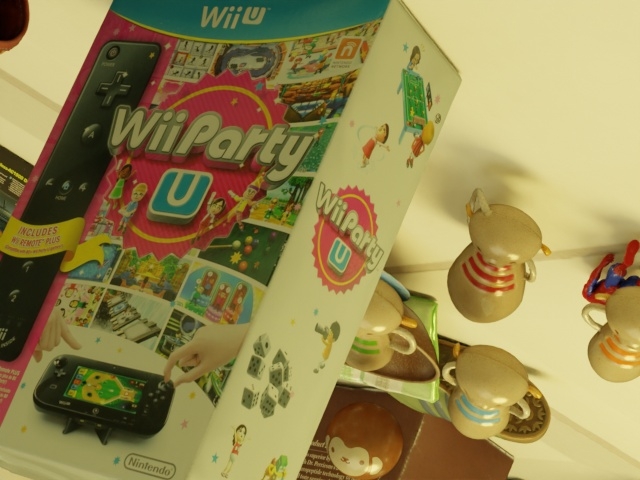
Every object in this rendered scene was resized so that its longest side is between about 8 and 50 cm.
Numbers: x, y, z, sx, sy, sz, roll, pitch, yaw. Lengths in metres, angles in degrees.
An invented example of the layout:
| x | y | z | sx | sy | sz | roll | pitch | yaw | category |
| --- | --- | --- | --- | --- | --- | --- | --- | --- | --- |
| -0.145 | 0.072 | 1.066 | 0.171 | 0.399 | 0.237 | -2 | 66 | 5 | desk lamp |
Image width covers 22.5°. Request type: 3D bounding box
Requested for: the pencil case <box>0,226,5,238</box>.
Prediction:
| x | y | z | sx | sy | sz | roll | pitch | yaw | category |
| --- | --- | --- | --- | --- | --- | --- | --- | --- | --- |
| -0.363 | 0.027 | 1.590 | 0.119 | 0.133 | 0.306 | -31 | 137 | 14 | pencil case |

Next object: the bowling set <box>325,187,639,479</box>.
| x | y | z | sx | sy | sz | roll | pitch | yaw | category |
| --- | --- | --- | --- | --- | --- | --- | --- | --- | --- |
| 0.085 | 0.069 | 1.077 | 0.287 | 0.200 | 0.154 | 25 | 160 | 8 | bowling set |

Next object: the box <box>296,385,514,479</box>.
| x | y | z | sx | sy | sz | roll | pitch | yaw | category |
| --- | --- | --- | --- | --- | --- | --- | --- | --- | --- |
| 0.072 | 0.285 | 1.739 | 0.168 | 0.203 | 0.167 | 4 | 154 | 47 | box |

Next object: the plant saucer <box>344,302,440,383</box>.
| x | y | z | sx | sy | sz | roll | pitch | yaw | category |
| --- | --- | --- | --- | --- | --- | --- | --- | --- | --- |
| 0.012 | 0.059 | 1.326 | 0.199 | 0.036 | 0.198 | 22 | 163 | 7 | plant saucer |

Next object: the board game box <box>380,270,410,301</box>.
| x | y | z | sx | sy | sz | roll | pitch | yaw | category |
| --- | --- | --- | --- | --- | --- | --- | --- | --- | --- |
| 0.000 | 0.000 | 1.290 | 0.169 | 0.033 | 0.133 | 21 | 169 | 14 | board game box |

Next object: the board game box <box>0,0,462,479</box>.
| x | y | z | sx | sy | sz | roll | pitch | yaw | category |
| --- | --- | --- | --- | --- | --- | --- | --- | --- | --- |
| -0.077 | 0.004 | 0.941 | 0.224 | 0.303 | 0.097 | 8 | 157 | 38 | board game box |

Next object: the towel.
| x | y | z | sx | sy | sz | roll | pitch | yaw | category |
| --- | --- | --- | --- | --- | --- | --- | --- | --- | --- |
| 0.033 | 0.083 | 1.415 | 0.152 | 0.023 | 0.113 | 14 | 129 | 26 | towel |

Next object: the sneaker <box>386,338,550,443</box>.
| x | y | z | sx | sy | sz | roll | pitch | yaw | category |
| --- | --- | --- | --- | --- | --- | --- | --- | --- | --- |
| 0.122 | 0.134 | 1.475 | 0.192 | 0.064 | 0.086 | 25 | 164 | 15 | sneaker |

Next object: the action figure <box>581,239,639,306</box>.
| x | y | z | sx | sy | sz | roll | pitch | yaw | category |
| --- | --- | --- | --- | --- | --- | --- | --- | --- | --- |
| 0.208 | 0.028 | 1.113 | 0.038 | 0.030 | 0.115 | 28 | 160 | 0 | action figure |

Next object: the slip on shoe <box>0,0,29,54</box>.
| x | y | z | sx | sy | sz | roll | pitch | yaw | category |
| --- | --- | --- | --- | --- | --- | --- | --- | --- | --- |
| -0.257 | -0.200 | 0.924 | 0.101 | 0.123 | 0.331 | -4 | 156 | 9 | slip on shoe |

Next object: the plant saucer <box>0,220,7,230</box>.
| x | y | z | sx | sy | sz | roll | pitch | yaw | category |
| --- | --- | --- | --- | --- | --- | --- | --- | --- | --- |
| -0.337 | -0.040 | 1.614 | 0.067 | 0.018 | 0.192 | 12 | 160 | 30 | plant saucer |

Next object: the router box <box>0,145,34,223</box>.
| x | y | z | sx | sy | sz | roll | pitch | yaw | category |
| --- | --- | --- | --- | --- | --- | --- | --- | --- | --- |
| -0.298 | -0.053 | 1.492 | 0.122 | 0.038 | 0.092 | 34 | 159 | -30 | router box |
